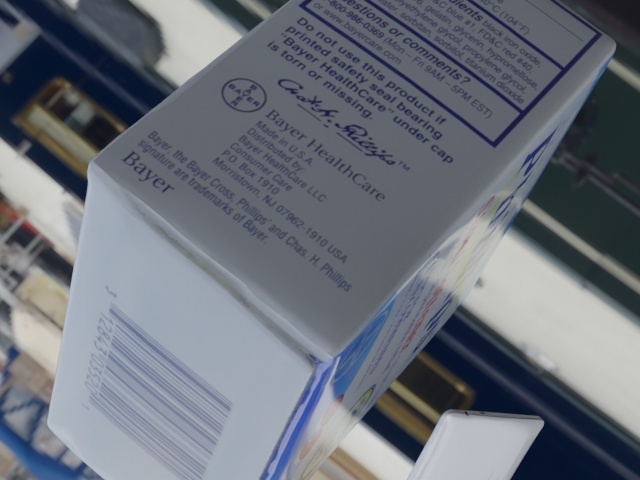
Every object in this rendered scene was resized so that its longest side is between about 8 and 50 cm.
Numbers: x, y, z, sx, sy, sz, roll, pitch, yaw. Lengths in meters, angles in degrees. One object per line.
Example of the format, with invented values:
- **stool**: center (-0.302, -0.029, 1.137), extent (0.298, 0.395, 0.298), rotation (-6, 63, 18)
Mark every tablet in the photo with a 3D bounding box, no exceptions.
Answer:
- **tablet**: center (0.059, 0.107, 0.570), extent (0.054, 0.083, 0.006), rotation (9, -151, -31)

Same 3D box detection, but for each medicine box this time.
- **medicine box**: center (0.000, 0.000, 0.757), extent (0.149, 0.289, 0.263), rotation (38, 144, 11)
